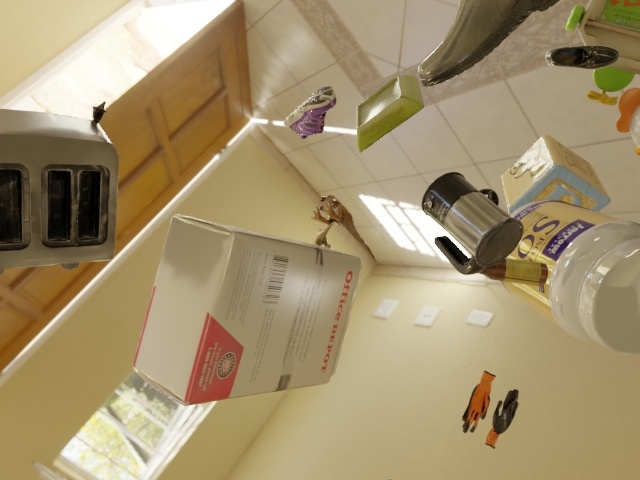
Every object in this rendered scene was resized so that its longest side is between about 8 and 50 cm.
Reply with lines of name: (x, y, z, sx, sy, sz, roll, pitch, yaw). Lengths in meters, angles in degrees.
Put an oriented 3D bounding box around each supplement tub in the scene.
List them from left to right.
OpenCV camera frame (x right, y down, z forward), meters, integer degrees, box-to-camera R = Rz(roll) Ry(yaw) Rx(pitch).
supplement tub: (0.522, 0.060, 0.986, 0.241, 0.241, 0.331, 45, -176, -17)

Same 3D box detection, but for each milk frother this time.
milk frother: (0.251, -0.030, 0.759, 0.134, 0.143, 0.129, 54, 162, 43)

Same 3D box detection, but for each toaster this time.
toaster: (-0.315, -0.058, 0.542, 0.110, 0.168, 0.185, 37, 122, 46)

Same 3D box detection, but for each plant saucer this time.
plant saucer: (0.154, -0.324, 1.214, 0.188, 0.188, 0.045, -33, 120, 27)

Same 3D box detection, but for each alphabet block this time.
alphabet block: (0.657, -0.149, 1.412, 0.194, 0.197, 0.192, 32, 127, -12)

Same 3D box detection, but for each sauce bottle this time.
sauce bottle: (0.306, 0.048, 0.824, 0.128, 0.042, 0.042, 9, 153, 3)

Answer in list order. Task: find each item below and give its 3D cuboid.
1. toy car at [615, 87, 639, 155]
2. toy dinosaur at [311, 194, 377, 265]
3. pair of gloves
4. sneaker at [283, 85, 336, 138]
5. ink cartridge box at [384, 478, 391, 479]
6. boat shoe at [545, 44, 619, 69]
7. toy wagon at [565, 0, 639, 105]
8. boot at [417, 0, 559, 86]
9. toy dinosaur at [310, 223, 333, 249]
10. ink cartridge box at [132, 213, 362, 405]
toy car: (0.611, -0.167, 0.863, 0.238, 0.210, 0.219, 38, -165, 12)
toy dinosaur: (0.050, -0.045, 1.063, 0.112, 0.064, 0.211, 8, -140, -39)
pair of gloves: (0.196, 0.195, 0.569, 0.083, 0.074, 0.010, 36, 167, -29)
sneaker: (-0.008, -0.248, 0.985, 0.071, 0.068, 0.170, 45, 159, -14)
ink cartridge box: (0.036, 0.548, 0.979, 0.148, 0.203, 0.085, -57, 40, 47)
boat shoe: (0.541, -0.376, 1.023, 0.142, 0.040, 0.049, 3, 109, 12)
toy wagon: (0.682, -0.469, 1.074, 0.268, 0.068, 0.344, 22, 121, 13)
boot: (0.162, -0.287, 0.522, 0.161, 0.083, 0.247, 49, 144, -7)
toy dinosaur: (0.000, 0.000, 1.394, 0.053, 0.092, 0.183, 12, 140, -24)
ink cartridge box: (-0.082, 0.095, 0.685, 0.117, 0.207, 0.283, 15, -179, 36)
